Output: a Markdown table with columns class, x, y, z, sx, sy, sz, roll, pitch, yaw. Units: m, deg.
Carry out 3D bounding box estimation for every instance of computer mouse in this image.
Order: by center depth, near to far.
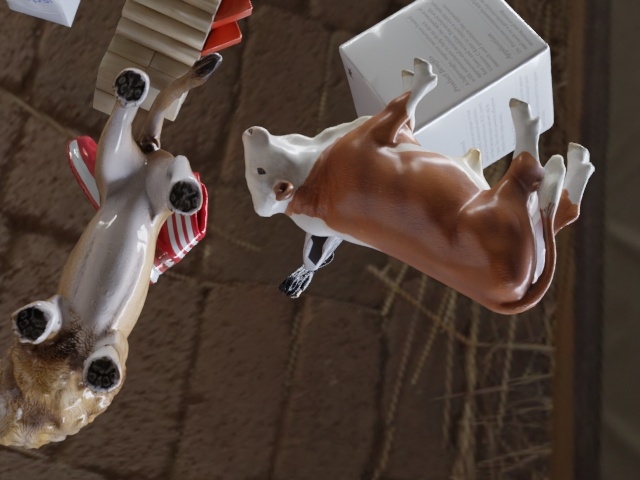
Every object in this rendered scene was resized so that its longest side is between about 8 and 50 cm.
| class | x | y | z | sx | sy | sz | roll | pitch | yaw |
| --- | --- | --- | --- | --- | --- | --- | --- | --- | --- |
| computer mouse | 0.000 | 0.000 | 1.505 | 0.042 | 0.193 | 0.106 | 40 | 57 | 6 |

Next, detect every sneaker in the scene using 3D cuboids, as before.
| class | x | y | z | sx | sy | sz | roll | pitch | yaw |
| --- | --- | --- | --- | --- | --- | --- | --- | --- | --- |
| sneaker | -0.211 | -0.064 | 1.435 | 0.128 | 0.087 | 0.221 | -35 | 70 | 0 |

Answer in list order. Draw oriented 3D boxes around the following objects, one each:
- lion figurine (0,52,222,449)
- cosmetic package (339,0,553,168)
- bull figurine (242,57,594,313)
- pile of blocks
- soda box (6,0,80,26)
| class | x | y | z | sx | sy | sz | roll | pitch | yaw |
| --- | --- | --- | --- | --- | --- | --- | --- | --- | --- |
| lion figurine | -0.197 | 0.018 | 1.089 | 0.142 | 0.240 | 0.392 | 31 | 81 | -6 |
| cosmetic package | 0.144 | -0.172 | 1.326 | 0.183 | 0.151 | 0.151 | -31 | 59 | -5 |
| bull figurine | 0.082 | -0.055 | 1.040 | 0.310 | 0.101 | 0.188 | 29 | 85 | 22 |
| pile of blocks | -0.104 | -0.267 | 1.115 | 0.112 | 0.362 | 0.149 | 23 | 27 | -5 |
| soda box | -0.357 | -0.369 | 1.462 | 0.091 | 0.286 | 0.098 | 17 | 79 | 0 |
